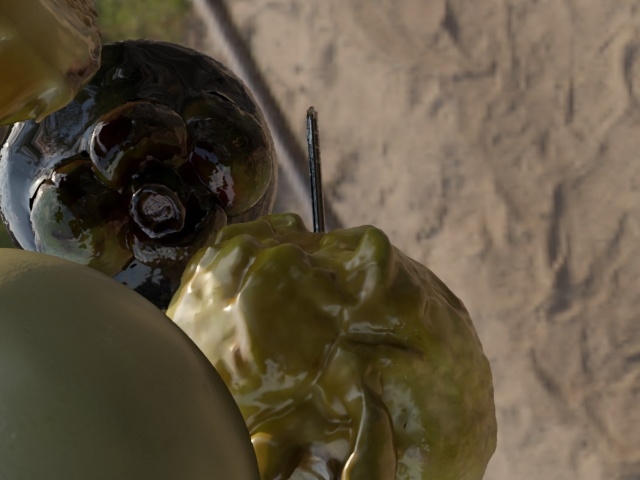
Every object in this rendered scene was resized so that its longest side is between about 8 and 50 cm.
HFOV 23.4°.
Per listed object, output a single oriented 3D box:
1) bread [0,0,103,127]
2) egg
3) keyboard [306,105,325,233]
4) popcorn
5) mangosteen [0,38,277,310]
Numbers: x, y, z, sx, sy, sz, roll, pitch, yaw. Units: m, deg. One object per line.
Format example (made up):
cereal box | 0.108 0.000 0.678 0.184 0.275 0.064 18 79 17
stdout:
bread | -0.320 -0.188 1.181 0.211 0.270 0.315 -40 27 7
egg | -0.133 0.114 0.784 0.241 0.186 0.186 51 135 17
keyboard | 0.000 0.000 1.163 0.063 0.010 0.198 -97 3 -79
popcorn | 0.009 0.095 0.960 0.191 0.190 0.253 -20 72 51
mangosteen | -0.169 -0.051 1.446 0.287 0.288 0.233 47 139 42
